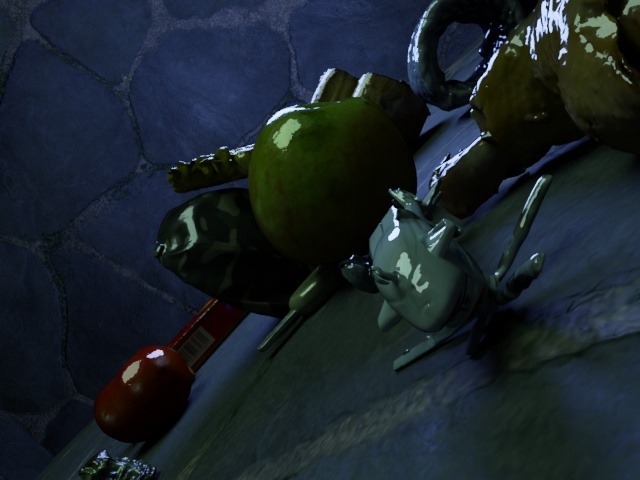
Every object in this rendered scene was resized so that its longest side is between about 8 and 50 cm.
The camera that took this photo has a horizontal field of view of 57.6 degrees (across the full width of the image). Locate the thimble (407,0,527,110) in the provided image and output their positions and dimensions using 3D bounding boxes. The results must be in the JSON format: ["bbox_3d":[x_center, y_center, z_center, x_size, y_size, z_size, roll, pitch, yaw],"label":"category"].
[{"bbox_3d":[0.291,-0.388,1.186,0.246,0.217,0.157,-63,1,6],"label":"thimble"}]

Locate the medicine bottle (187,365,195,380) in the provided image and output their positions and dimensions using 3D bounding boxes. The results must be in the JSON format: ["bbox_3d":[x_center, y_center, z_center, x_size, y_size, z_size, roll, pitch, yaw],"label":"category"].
[{"bbox_3d":[-0.370,0.335,1.265,0.192,0.096,0.096,-47,7,-12],"label":"medicine bottle"}]

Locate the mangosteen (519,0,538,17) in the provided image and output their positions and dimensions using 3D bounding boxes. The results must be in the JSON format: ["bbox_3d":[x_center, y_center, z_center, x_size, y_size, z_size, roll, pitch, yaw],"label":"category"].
[{"bbox_3d":[0.437,-0.607,1.204,0.293,0.297,0.297,6,-35,-43],"label":"mangosteen"}]

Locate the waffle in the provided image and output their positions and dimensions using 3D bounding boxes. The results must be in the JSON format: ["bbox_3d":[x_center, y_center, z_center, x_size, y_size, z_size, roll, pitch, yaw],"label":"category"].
[{"bbox_3d":[-0.125,-0.147,1.053,0.329,0.062,0.329,-14,9,2],"label":"waffle"}]

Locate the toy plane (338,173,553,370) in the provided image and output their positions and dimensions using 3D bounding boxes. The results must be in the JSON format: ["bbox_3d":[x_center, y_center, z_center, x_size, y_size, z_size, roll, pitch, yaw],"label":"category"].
[{"bbox_3d":[0.082,-0.010,0.452,0.182,0.107,0.273,-55,12,36],"label":"toy plane"}]

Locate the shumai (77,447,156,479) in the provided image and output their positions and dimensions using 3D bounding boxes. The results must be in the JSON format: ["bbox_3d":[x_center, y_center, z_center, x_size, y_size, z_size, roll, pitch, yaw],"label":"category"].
[{"bbox_3d":[-0.297,0.342,0.802,0.124,0.087,0.099,-51,10,-35],"label":"shumai"}]

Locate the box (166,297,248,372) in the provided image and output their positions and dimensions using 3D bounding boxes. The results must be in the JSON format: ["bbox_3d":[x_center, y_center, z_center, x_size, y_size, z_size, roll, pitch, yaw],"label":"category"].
[{"bbox_3d":[-0.289,0.224,1.486,0.313,0.089,0.197,-47,6,-27],"label":"box"}]

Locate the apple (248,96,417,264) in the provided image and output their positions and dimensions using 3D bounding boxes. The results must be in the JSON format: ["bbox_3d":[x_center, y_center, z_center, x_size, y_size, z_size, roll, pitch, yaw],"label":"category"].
[{"bbox_3d":[0.012,-0.092,0.842,0.246,0.226,0.246,-17,21,7],"label":"apple"}]

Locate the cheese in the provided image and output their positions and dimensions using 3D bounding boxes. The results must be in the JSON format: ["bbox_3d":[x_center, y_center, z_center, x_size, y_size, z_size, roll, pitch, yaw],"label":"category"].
[{"bbox_3d":[-0.028,0.095,0.881,0.192,0.037,0.097,-46,6,-18],"label":"cheese"}]

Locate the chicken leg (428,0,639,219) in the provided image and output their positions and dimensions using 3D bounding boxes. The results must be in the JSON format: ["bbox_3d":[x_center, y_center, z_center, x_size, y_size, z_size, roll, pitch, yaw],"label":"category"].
[{"bbox_3d":[0.210,-0.140,0.462,0.409,0.182,0.295,-50,17,43],"label":"chicken leg"}]

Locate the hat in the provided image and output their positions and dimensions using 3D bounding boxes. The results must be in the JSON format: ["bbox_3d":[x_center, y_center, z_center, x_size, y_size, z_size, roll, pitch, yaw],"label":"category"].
[{"bbox_3d":[-0.097,-0.061,1.047,0.366,0.257,0.382,27,77,41],"label":"hat"}]

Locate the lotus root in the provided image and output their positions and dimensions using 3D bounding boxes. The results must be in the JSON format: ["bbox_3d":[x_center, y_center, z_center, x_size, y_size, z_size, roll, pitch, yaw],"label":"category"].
[{"bbox_3d":[0.093,-0.283,1.453,0.250,0.316,0.316,-63,12,-16],"label":"lotus root"}]

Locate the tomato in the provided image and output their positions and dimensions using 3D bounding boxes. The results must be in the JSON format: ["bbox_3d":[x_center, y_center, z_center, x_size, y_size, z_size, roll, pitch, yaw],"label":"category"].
[{"bbox_3d":[-0.331,0.293,1.104,0.195,0.136,0.195,-47,5,5],"label":"tomato"}]
